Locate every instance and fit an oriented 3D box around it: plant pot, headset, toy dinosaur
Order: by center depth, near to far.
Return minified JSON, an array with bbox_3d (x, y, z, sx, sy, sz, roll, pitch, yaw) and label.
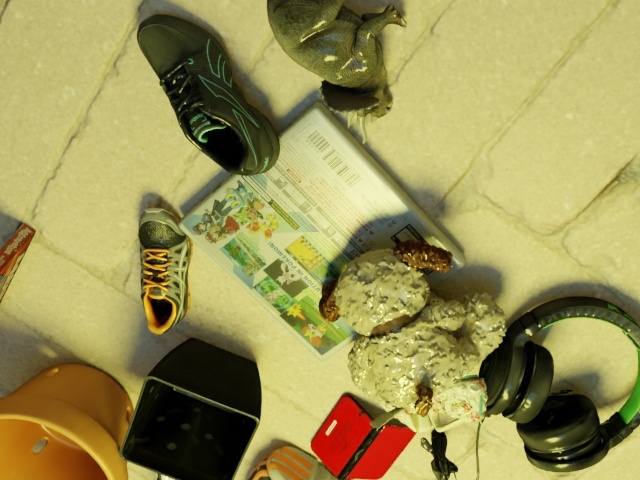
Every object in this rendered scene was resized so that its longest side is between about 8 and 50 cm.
[{"bbox_3d":[0.009,-0.275,1.125,0.160,0.121,0.313,-42,109,13],"label":"toy dinosaur"},{"bbox_3d":[0.331,0.247,1.369,0.394,0.185,0.243,-41,101,10],"label":"headset"},{"bbox_3d":[-0.194,0.272,1.432,0.188,0.167,0.187,22,120,-2],"label":"plant pot"},{"bbox_3d":[-0.447,0.350,1.496,0.291,0.203,0.290,5,118,9],"label":"plant pot"}]

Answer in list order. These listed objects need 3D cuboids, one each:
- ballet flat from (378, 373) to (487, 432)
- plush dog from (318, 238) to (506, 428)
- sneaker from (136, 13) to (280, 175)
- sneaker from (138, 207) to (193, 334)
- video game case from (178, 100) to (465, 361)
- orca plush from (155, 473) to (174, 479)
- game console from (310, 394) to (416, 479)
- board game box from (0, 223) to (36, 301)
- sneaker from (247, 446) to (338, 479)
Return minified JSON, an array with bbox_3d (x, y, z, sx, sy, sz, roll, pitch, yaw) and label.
[{"bbox_3d":[0.167,0.258,1.348,0.241,0.091,0.077,-27,71,58],"label":"ballet flat"},{"bbox_3d":[0.109,0.119,1.258,0.262,0.210,0.225,-28,95,21],"label":"plush dog"},{"bbox_3d":[-0.159,-0.198,1.191,0.101,0.106,0.267,-39,94,27],"label":"sneaker"},{"bbox_3d":[-0.247,0.051,1.369,0.084,0.083,0.214,1,117,11],"label":"sneaker"},{"bbox_3d":[0.000,0.000,1.325,0.300,0.036,0.329,-37,107,25],"label":"video game case"},{"bbox_3d":[-0.231,0.487,1.624,0.151,0.102,0.287,-48,120,-17],"label":"orca plush"},{"bbox_3d":[0.073,0.342,1.511,0.124,0.085,0.144,43,121,22],"label":"game console"},{"bbox_3d":[-0.551,0.112,1.420,0.027,0.145,0.281,30,120,-10],"label":"board game box"},{"bbox_3d":[0.001,0.514,1.570,0.321,0.124,0.180,39,122,1],"label":"sneaker"}]
